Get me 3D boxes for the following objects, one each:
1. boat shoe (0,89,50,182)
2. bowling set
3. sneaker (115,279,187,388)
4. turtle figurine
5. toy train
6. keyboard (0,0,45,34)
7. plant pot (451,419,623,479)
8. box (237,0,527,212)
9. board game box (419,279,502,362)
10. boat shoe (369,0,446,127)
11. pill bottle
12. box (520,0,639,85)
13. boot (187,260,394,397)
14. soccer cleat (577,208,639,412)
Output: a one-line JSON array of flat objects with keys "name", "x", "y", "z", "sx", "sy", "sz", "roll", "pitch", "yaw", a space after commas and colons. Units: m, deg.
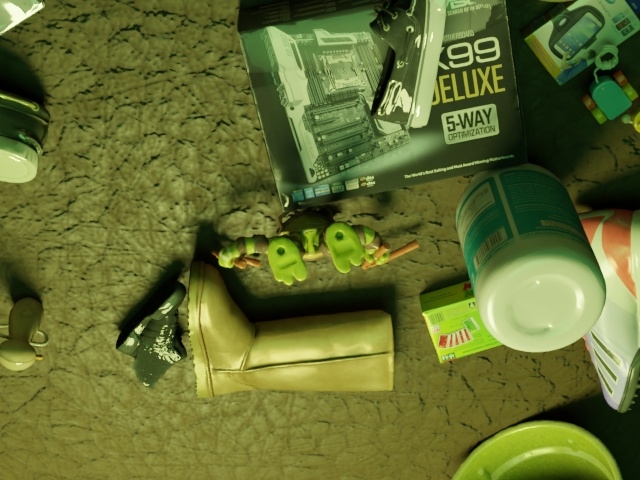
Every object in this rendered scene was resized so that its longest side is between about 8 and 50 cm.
[{"name": "boat shoe", "x": -0.467, "y": -0.160, "z": 1.440, "sx": 0.304, "sy": 0.091, "sz": 0.109, "roll": 19, "pitch": 153, "yaw": -14}, {"name": "bowling set", "x": -0.508, "y": 0.155, "z": 1.600, "sx": 0.286, "sy": 0.154, "sz": 0.200, "roll": 15, "pitch": 120, "yaw": -12}, {"name": "sneaker", "x": -0.209, "y": 0.127, "z": 1.666, "sx": 0.089, "sy": 0.051, "sz": 0.170, "roll": 34, "pitch": 119, "yaw": -23}, {"name": "turtle figurine", "x": 0.000, "y": 0.000, "z": 1.527, "sx": 0.269, "sy": 0.217, "sz": 0.087, "roll": 0, "pitch": 94, "yaw": -4}, {"name": "toy train", "x": 0.396, "y": -0.192, "z": 1.504, "sx": 0.166, "sy": 0.046, "sz": 0.125, "roll": 6, "pitch": 121, "yaw": -11}, {"name": "keyboard", "x": -0.412, "y": -0.343, "z": 1.374, "sx": 0.072, "sy": 0.014, "sz": 0.256, "roll": -26, "pitch": 120, "yaw": 18}, {"name": "plant pot", "x": 0.350, "y": 0.442, "z": 1.799, "sx": 0.276, "sy": 0.276, "sz": 0.254, "roll": -29, "pitch": 132, "yaw": 14}, {"name": "box", "x": 0.077, "y": -0.181, "z": 1.468, "sx": 0.307, "sy": 0.076, "sz": 0.243, "roll": -11, "pitch": 122, "yaw": 3}, {"name": "board game box", "x": 0.234, "y": 0.094, "z": 1.675, "sx": 0.181, "sy": 0.043, "sz": 0.092, "roll": -17, "pitch": 123, "yaw": 8}, {"name": "boat shoe", "x": 0.090, "y": -0.228, "z": 1.355, "sx": 0.076, "sy": 0.080, "sz": 0.229, "roll": 1, "pitch": 129, "yaw": -5}, {"name": "pill bottle", "x": 0.243, "y": 0.002, "z": 1.486, "sx": 0.146, "sy": 0.264, "sz": 0.146, "roll": -1, "pitch": 123, "yaw": -2}, {"name": "box", "x": 0.315, "y": -0.254, "z": 1.467, "sx": 0.136, "sy": 0.028, "sz": 0.081, "roll": -35, "pitch": 118, "yaw": 19}, {"name": "boot", "x": -0.038, "y": 0.114, "z": 1.651, "sx": 0.269, "sy": 0.089, "sz": 0.236, "roll": -3, "pitch": 133, "yaw": -2}, {"name": "soccer cleat", "x": 0.386, "y": 0.094, "z": 1.663, "sx": 0.116, "sy": 0.109, "sz": 0.318, "roll": 6, "pitch": 126, "yaw": 17}]
